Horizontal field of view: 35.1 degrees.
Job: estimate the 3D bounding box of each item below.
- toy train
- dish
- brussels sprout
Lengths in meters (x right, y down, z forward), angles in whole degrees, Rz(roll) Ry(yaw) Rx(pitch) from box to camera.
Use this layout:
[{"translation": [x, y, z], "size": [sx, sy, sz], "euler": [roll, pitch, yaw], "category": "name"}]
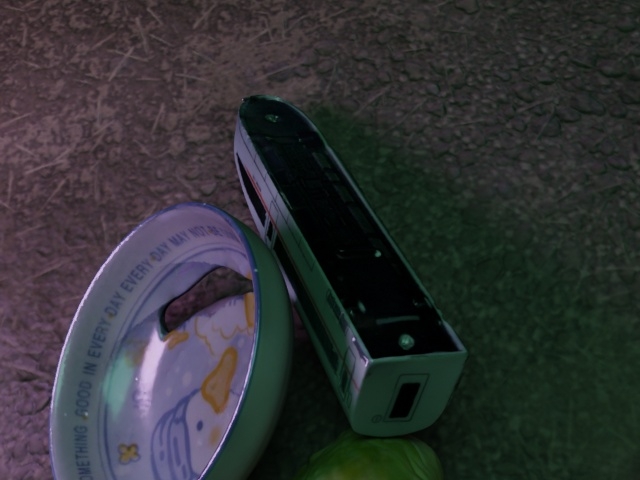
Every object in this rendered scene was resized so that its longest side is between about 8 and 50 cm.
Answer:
[{"translation": [0.000, 0.000, 0.895], "size": [0.087, 0.088, 0.407], "euler": [-2, 36, -21], "category": "toy train"}, {"translation": [-0.097, 0.116, 0.842], "size": [0.273, 0.134, 0.273], "euler": [-23, 56, 39], "category": "dish"}, {"translation": [0.030, 0.226, 0.762], "size": [0.131, 0.145, 0.183], "euler": [43, 76, -4], "category": "brussels sprout"}]
